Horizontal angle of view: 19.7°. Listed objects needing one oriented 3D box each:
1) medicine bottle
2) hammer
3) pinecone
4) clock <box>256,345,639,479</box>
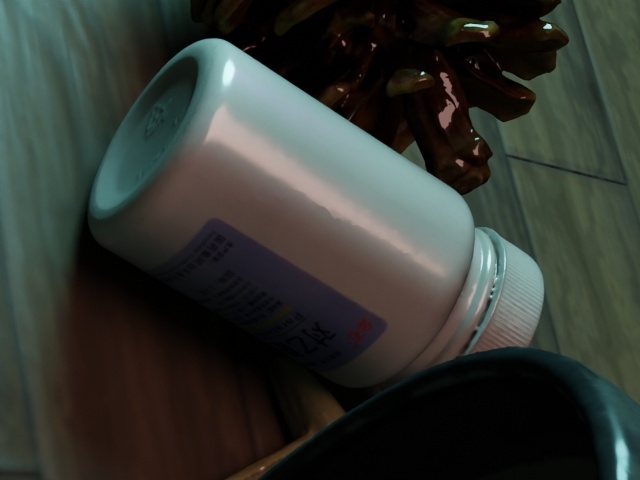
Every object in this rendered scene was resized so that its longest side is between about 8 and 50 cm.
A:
[{"bbox_3d":[0.000,0.000,0.807,0.187,0.103,0.102,32,45,-23],"label":"medicine bottle"},{"bbox_3d":[-0.053,0.099,0.760,0.195,0.028,0.060,-23,75,-50],"label":"hammer"},{"bbox_3d":[0.031,-0.123,0.884,0.186,0.169,0.212,-20,92,-21],"label":"pinecone"},{"bbox_3d":[-0.038,0.187,0.432,0.076,0.386,0.386,41,40,-10],"label":"clock"}]
